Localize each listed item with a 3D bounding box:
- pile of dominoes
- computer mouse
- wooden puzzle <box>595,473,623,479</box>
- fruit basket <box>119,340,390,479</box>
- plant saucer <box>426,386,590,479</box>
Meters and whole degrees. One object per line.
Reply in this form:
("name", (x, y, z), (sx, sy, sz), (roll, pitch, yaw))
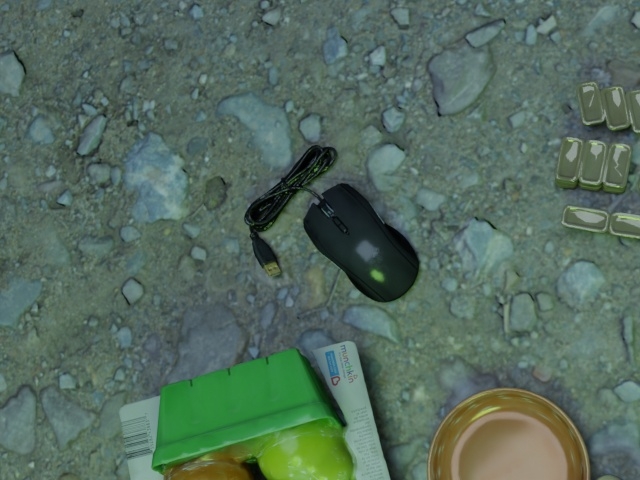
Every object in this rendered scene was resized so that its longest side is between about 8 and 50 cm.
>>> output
("pile of dominoes", (0.425, -0.090, 1.318), (0.251, 0.040, 0.196), (10, 80, 16))
("computer mouse", (0.000, 0.000, 1.445), (0.184, 0.060, 0.262), (-40, 65, 7))
("wooden puzzle", (0.343, 0.418, 1.173), (0.221, 0.044, 0.239), (35, 105, 26))
("fruit basket", (-0.068, 0.331, 1.320), (0.327, 0.165, 0.353), (-18, 72, 5))
("plant saucer", (0.230, 0.281, 1.287), (0.200, 0.037, 0.200), (-6, 75, 22))
